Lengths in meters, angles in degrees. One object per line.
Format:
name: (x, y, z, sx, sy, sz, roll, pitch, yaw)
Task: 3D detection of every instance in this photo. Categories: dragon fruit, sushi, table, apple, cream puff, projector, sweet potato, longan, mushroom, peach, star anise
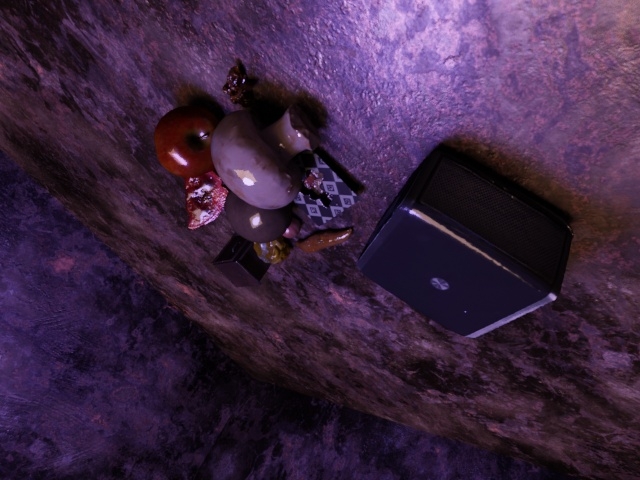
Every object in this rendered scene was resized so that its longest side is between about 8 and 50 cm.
dragon fruit: (-0.395, -0.176, 1.570, 0.211, 0.134, 0.262, 7, 107, 12)
sushi: (-0.008, -0.173, 1.331, 0.219, 0.047, 0.231, 45, 142, -11)
table: (-0.324, 0.083, 1.831, 0.193, 0.169, 0.172, -8, 131, 47)
apple: (-0.413, -0.308, 1.331, 0.229, 0.230, 0.230, 22, 147, 15)
cream puff: (-0.189, 0.020, 1.699, 0.146, 0.116, 0.146, 17, 117, 36)
projector: (0.349, 0.022, 1.112, 0.405, 0.242, 0.395, 32, 150, 3)
sweet potato: (0.000, 0.000, 1.541, 0.072, 0.066, 0.314, 3, 166, -38)
longan: (-0.208, -0.103, 1.430, 0.248, 0.248, 0.248, 22, 147, 15)
mushroom: (-0.142, -0.247, 1.179, 0.290, 0.298, 0.297, -36, 115, 13)
peach: (-0.115, -0.049, 1.557, 0.083, 0.083, 0.083, 22, 147, 15)
star anise: (-0.218, -0.416, 1.144, 0.097, 0.070, 0.190, 50, 158, -8)
